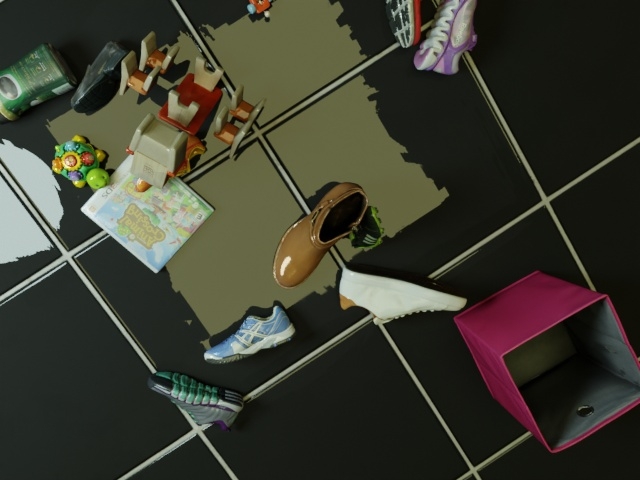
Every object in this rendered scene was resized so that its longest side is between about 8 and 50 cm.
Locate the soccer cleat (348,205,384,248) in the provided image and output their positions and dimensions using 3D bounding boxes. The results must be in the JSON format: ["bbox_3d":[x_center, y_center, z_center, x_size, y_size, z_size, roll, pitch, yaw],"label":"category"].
[{"bbox_3d":[0.097,-0.020,1.100,0.072,0.179,0.060,-16,69,-1],"label":"soccer cleat"}]

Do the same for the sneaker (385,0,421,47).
[{"bbox_3d":[0.209,-0.558,1.074,0.118,0.107,0.279,-5,101,-15],"label":"sneaker"}]

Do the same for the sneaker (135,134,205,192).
[{"bbox_3d":[-0.314,-0.157,1.062,0.067,0.064,0.175,46,72,-6],"label":"sneaker"}]

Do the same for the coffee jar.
[{"bbox_3d":[-0.598,-0.312,1.020,0.184,0.079,0.096,-29,102,-3],"label":"coffee jar"}]

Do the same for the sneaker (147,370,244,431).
[{"bbox_3d":[-0.293,0.375,1.150,0.223,0.083,0.098,21,100,-10],"label":"sneaker"}]

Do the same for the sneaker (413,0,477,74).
[{"bbox_3d":[0.301,-0.467,1.106,0.104,0.095,0.236,23,99,-16],"label":"sneaker"}]

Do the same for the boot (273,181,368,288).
[{"bbox_3d":[0.000,0.000,1.061,0.109,0.220,0.283,41,91,-10],"label":"boot"}]

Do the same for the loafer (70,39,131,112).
[{"bbox_3d":[-0.459,-0.338,1.050,0.061,0.062,0.170,42,88,12],"label":"loafer"}]

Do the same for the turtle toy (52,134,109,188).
[{"bbox_3d":[-0.499,-0.157,1.059,0.130,0.066,0.095,36,92,-10],"label":"turtle toy"}]

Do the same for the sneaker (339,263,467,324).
[{"bbox_3d":[0.185,0.140,1.171,0.290,0.106,0.123,11,103,1],"label":"sneaker"}]

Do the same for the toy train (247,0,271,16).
[{"bbox_3d":[-0.108,-0.561,1.065,0.166,0.046,0.125,-43,127,-10],"label":"toy train"}]

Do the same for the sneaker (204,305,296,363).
[{"bbox_3d":[-0.165,0.217,1.151,0.211,0.080,0.081,-21,93,-13],"label":"sneaker"}]

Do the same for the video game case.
[{"bbox_3d":[-0.375,-0.067,1.108,0.212,0.023,0.193,43,91,-10],"label":"video game case"}]

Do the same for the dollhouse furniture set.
[{"bbox_3d":[-0.283,-0.245,1.020,0.262,0.135,0.259,29,54,-10],"label":"dollhouse furniture set"}]

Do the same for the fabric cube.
[{"bbox_3d":[0.503,0.255,1.139,0.254,0.258,0.259,-30,100,-3],"label":"fabric cube"}]
